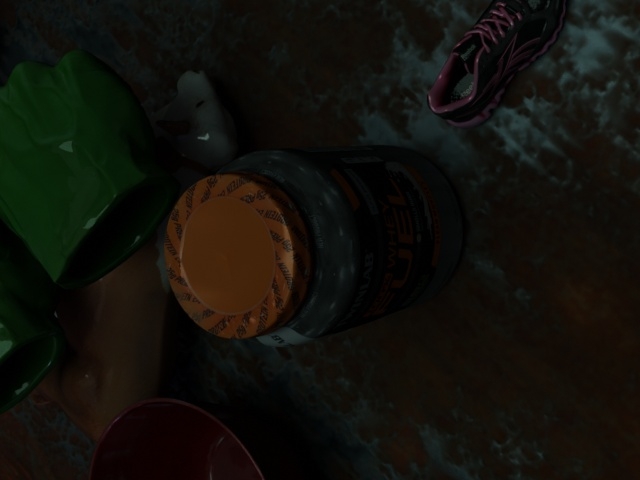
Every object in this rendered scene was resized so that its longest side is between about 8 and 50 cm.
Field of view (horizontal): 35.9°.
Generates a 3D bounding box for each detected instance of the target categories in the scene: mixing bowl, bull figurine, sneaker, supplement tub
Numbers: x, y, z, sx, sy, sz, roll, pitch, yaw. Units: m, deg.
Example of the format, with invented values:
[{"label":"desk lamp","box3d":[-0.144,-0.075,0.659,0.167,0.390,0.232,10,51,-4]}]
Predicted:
[{"label":"mixing bowl","box3d":[-0.075,0.197,0.739,0.181,0.098,0.182,4,98,33]},{"label":"bull figurine","box3d":[-0.165,0.010,0.776,0.188,0.101,0.310,21,104,34]},{"label":"sneaker","box3d":[0.106,-0.121,0.609,0.047,0.057,0.119,42,115,24]},{"label":"supplement tub","box3d":[0.000,0.000,0.612,0.117,0.190,0.117,5,99,32]}]

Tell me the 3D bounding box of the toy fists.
[{"label":"toy fists","box3d":[-0.210,-0.005,0.690,0.142,0.096,0.279,49,117,16]}]
